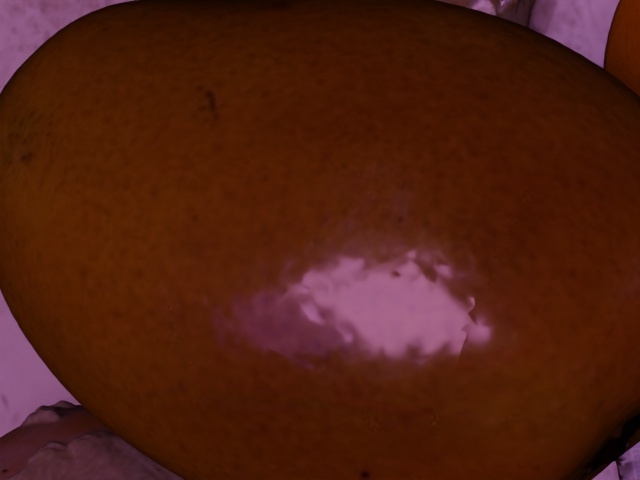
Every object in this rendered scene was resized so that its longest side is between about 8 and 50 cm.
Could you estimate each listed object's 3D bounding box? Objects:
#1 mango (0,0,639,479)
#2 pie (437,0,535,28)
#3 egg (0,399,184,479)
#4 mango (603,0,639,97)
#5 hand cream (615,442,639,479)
[{"bbox_3d":[0.000,0.000,0.840,0.378,0.221,0.264,22,66,21],"label":"mango"},{"bbox_3d":[0.044,-0.192,0.941,0.185,0.052,0.218,10,90,20],"label":"pie"},{"bbox_3d":[-0.096,0.196,0.900,0.203,0.203,0.245,-42,85,11],"label":"egg"},{"bbox_3d":[0.214,-0.053,0.866,0.141,0.102,0.217,-16,83,21],"label":"mango"},{"bbox_3d":[0.186,0.134,0.909,0.062,0.039,0.163,-11,81,17],"label":"hand cream"}]
